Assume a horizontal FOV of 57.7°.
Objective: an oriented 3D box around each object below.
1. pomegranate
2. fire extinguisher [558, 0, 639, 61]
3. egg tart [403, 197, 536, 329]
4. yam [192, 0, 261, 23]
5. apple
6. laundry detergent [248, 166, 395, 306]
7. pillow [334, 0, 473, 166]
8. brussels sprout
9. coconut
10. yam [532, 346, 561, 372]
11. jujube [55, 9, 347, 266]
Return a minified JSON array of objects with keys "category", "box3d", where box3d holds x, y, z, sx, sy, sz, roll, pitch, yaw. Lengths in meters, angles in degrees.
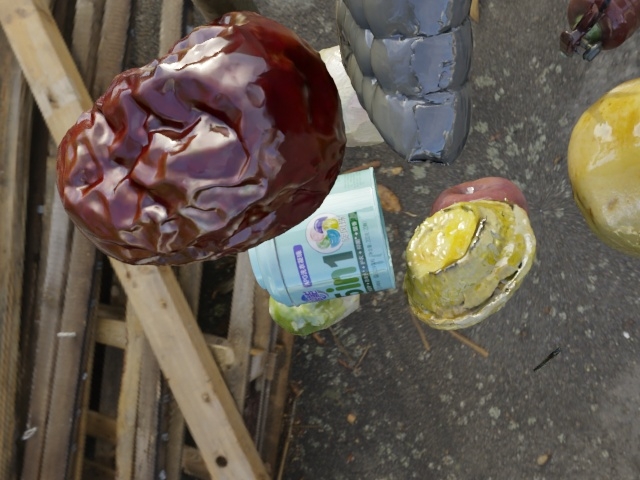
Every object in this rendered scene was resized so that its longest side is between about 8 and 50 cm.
[{"category":"pomegranate","box3d":[0.549,-0.107,0.874,0.332,0.332,0.333,1,93,21]},{"category":"fire extinguisher","box3d":[0.463,-0.382,0.860,0.337,0.147,0.106,-44,74,-8]},{"category":"egg tart","box3d":[0.303,0.024,1.289,0.345,0.345,0.132,-39,120,18]},{"category":"yam","box3d":[-0.117,-0.294,0.735,0.067,0.317,0.071,25,89,11]},{"category":"apple","box3d":[0.457,-0.044,1.676,0.305,0.306,0.235,-11,108,21]},{"category":"laundry detergent","box3d":[0.000,0.000,1.350,0.305,0.287,0.288,-11,89,8]},{"category":"pillow","box3d":[0.066,-0.235,0.557,0.101,0.326,0.228,-9,121,2]},{"category":"brussels sprout","box3d":[-0.027,0.184,1.865,0.316,0.273,0.243,-16,65,24]},{"category":"coconut","box3d":[0.078,-0.415,1.671,0.297,0.254,0.298,13,107,49]},{"category":"yam","box3d":[0.525,0.278,1.346,0.014,0.014,0.107,40,136,15]},{"category":"jujube","box3d":[-0.143,-0.106,0.700,0.376,0.276,0.277,-11,89,34]}]
